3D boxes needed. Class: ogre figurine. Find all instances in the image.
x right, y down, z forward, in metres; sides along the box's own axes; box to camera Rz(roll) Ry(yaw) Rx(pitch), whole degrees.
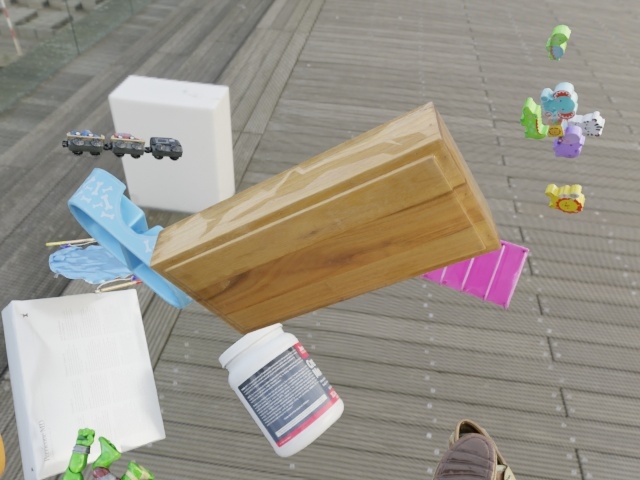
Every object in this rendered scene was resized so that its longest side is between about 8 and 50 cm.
[{"bbox_3d":[-0.395,0.446,0.952,0.197,0.097,0.118,44,68,-13],"label":"ogre figurine"}]

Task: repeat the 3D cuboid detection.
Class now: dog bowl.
[{"bbox_3d":[-0.309,0.004,0.894,0.297,0.166,0.074,38,64,7],"label":"dog bowl"}]

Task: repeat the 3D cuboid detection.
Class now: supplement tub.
[{"bbox_3d":[-0.093,0.341,1.219,0.191,0.191,0.272,-30,78,-34],"label":"supplement tub"}]

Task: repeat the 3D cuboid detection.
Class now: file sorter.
[{"bbox_3d":[0.479,0.077,1.641,0.291,0.202,0.182,20,8,19],"label":"file sorter"}]

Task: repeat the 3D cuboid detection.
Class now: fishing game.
[{"bbox_3d":[-0.514,0.059,1.181,0.264,0.041,0.189,26,24,33],"label":"fishing game"}]

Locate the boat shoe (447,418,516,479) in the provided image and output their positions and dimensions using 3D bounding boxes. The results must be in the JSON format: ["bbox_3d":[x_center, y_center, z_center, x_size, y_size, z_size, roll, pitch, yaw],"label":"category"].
[{"bbox_3d":[0.331,0.492,1.017,0.123,0.119,0.324,-16,30,-6],"label":"boat shoe"}]

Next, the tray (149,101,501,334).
[{"bbox_3d":[0.000,0.000,0.688,0.411,0.203,0.076,-21,44,25],"label":"tray"}]

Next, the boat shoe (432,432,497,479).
[{"bbox_3d":[0.226,0.454,0.881,0.095,0.095,0.257,18,52,30],"label":"boat shoe"}]

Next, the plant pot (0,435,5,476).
[{"bbox_3d":[-0.315,0.155,0.306,0.205,0.205,0.188,23,29,20],"label":"plant pot"}]

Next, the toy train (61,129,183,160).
[{"bbox_3d":[-0.273,-0.134,0.725,0.158,0.027,0.036,-1,54,-29],"label":"toy train"}]

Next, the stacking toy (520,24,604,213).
[{"bbox_3d":[0.352,-0.169,0.745,0.052,0.221,0.167,4,57,40],"label":"stacking toy"}]

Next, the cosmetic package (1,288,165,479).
[{"bbox_3d":[-0.543,0.314,1.201,0.284,0.097,0.377,-1,70,-48],"label":"cosmetic package"}]
